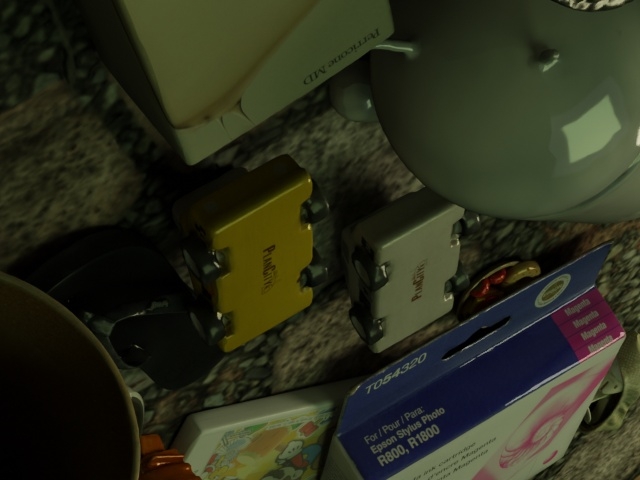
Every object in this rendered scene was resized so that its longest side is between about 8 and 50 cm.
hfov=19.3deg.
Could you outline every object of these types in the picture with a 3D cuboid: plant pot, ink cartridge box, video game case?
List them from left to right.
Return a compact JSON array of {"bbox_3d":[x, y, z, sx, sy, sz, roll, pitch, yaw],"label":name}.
[{"bbox_3d":[-0.267,0.177,1.221,0.237,0.237,0.254,-18,158,-33],"label":"plant pot"},{"bbox_3d":[-0.064,0.212,1.682,0.227,0.026,0.206,-9,140,-43],"label":"video game case"},{"bbox_3d":[0.141,0.180,1.796,0.324,0.071,0.330,-28,154,-26],"label":"ink cartridge box"}]

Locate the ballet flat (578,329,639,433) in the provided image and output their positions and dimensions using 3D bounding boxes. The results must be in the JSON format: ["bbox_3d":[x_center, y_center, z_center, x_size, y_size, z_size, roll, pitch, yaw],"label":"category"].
[{"bbox_3d":[0.312,0.159,2.014,0.052,0.057,0.168,-16,145,-19],"label":"ballet flat"}]

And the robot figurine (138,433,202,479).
[{"bbox_3d":[-0.226,0.286,1.539,0.211,0.085,0.291,6,127,-52],"label":"robot figurine"}]

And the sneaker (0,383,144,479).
[{"bbox_3d":[-0.211,0.194,1.377,0.106,0.123,0.290,-24,140,-50],"label":"sneaker"}]

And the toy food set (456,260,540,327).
[{"bbox_3d":[0.159,0.051,1.715,0.083,0.020,0.082,-15,143,-38],"label":"toy food set"}]

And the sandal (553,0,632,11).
[{"bbox_3d":[0.077,-0.266,0.917,0.167,0.107,0.446,-53,142,-1],"label":"sandal"}]

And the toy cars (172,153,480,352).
[{"bbox_3d":[0.000,0.000,1.400,0.176,0.087,0.394,-46,154,22],"label":"toy cars"}]

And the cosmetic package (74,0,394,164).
[{"bbox_3d":[-0.069,-0.193,1.010,0.160,0.113,0.309,-35,150,-8],"label":"cosmetic package"}]

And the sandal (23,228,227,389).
[{"bbox_3d":[-0.126,0.058,1.359,0.097,0.054,0.254,-44,151,8],"label":"sandal"}]

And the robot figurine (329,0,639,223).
[{"bbox_3d":[0.161,-0.112,1.266,0.300,0.199,0.353,-8,176,27],"label":"robot figurine"}]
